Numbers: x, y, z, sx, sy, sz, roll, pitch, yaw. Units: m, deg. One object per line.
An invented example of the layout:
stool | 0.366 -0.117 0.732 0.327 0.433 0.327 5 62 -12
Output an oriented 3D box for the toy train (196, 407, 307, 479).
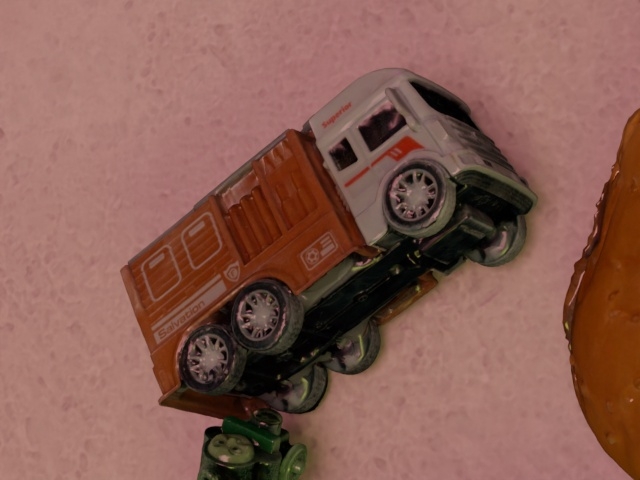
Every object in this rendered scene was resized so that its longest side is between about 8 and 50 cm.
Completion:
toy train | -0.068 0.215 1.293 0.071 0.104 0.178 21 111 27

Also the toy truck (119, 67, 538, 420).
toy truck | 0.000 0.000 1.286 0.305 0.136 0.162 -38 60 20

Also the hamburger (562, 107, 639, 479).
hamburger | 0.293 0.045 1.125 0.318 0.158 0.319 -4 81 27
